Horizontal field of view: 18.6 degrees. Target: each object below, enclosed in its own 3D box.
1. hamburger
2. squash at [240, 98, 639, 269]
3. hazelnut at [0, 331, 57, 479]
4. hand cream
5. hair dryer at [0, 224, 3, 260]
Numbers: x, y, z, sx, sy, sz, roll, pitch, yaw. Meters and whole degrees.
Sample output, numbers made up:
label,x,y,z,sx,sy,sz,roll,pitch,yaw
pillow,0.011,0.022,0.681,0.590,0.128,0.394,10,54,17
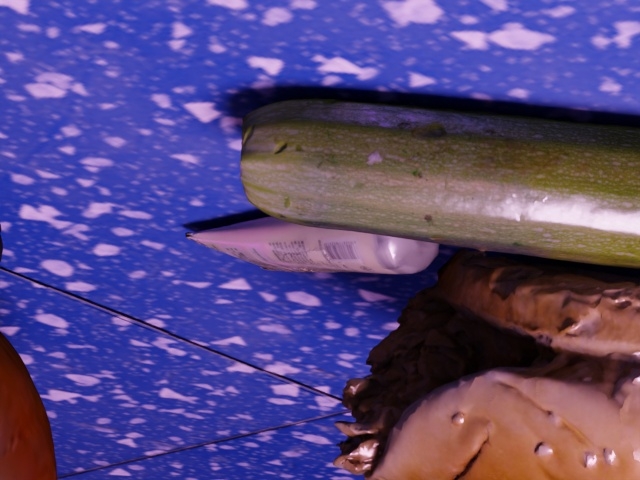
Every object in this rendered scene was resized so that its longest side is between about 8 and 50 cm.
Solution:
label,x,y,z,sx,sy,sz,roll,pitch,yaw
hamburger,0.152,0.080,0.942,0.286,0.146,0.243,10,171,-6
squash,0.077,-0.025,0.860,0.229,0.066,0.066,6,157,3
hazelnut,-0.318,0.160,1.057,0.315,0.372,0.372,35,151,-9
hand cream,0.000,0.000,0.985,0.143,0.039,0.061,-4,164,45
hair dryer,-0.314,0.034,0.781,0.312,0.340,0.123,36,172,-41
